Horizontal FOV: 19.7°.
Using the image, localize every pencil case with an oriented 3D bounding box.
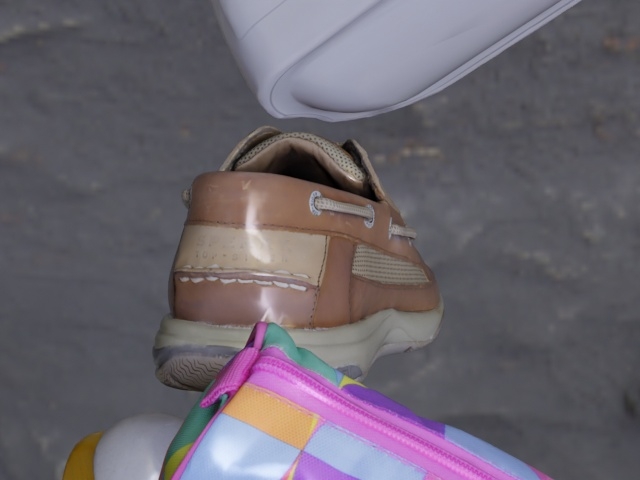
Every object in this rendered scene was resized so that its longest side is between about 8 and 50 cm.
[{"bbox_3d":[0.056,0.117,0.653,0.236,0.104,0.104,25,151,2],"label":"pencil case"}]

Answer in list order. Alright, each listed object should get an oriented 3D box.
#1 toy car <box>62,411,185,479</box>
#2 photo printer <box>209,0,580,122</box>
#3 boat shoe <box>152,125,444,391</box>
[{"bbox_3d":[-0.083,0.194,1.032,0.136,0.182,0.159,10,142,-34],"label":"toy car"},{"bbox_3d":[0.047,-0.202,0.720,0.107,0.256,0.307,2,158,-37],"label":"photo printer"},{"bbox_3d":[0.000,0.000,0.949,0.123,0.116,0.324,2,-174,8],"label":"boat shoe"}]
